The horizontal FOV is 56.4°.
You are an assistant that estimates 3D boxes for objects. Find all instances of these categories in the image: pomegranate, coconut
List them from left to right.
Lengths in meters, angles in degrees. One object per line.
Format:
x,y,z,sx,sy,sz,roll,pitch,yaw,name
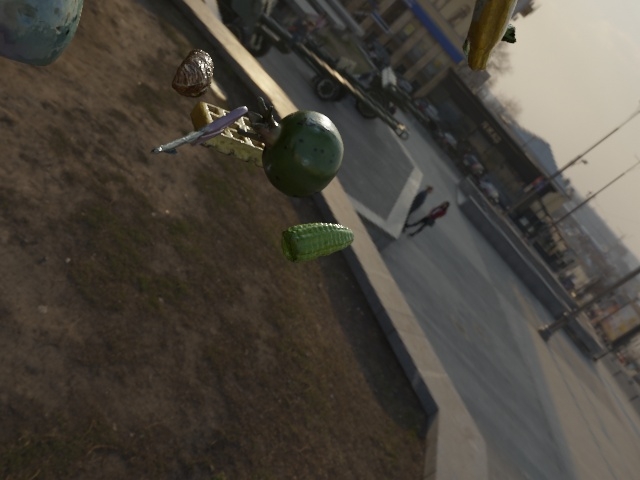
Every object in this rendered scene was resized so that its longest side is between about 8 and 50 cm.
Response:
-0.061,-0.194,1.222,0.224,0.181,0.181,33,26,-26,pomegranate
0.399,-0.478,1.407,0.158,0.133,0.055,167,-96,-74,coconut

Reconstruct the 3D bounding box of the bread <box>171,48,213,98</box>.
-0.297,-0.391,1.420,0.076,0.105,0.233,20,28,-8,bread

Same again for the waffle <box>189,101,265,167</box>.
-0.212,-0.274,1.568,0.247,0.055,0.221,17,26,-26,waffle

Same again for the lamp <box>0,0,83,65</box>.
-0.270,-0.331,0.607,0.247,0.301,0.247,31,12,1,lamp

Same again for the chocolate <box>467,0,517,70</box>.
0.319,-0.414,1.108,0.219,0.085,0.086,92,-20,-50,chocolate

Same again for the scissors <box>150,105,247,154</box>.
-0.179,-0.148,0.855,0.021,0.110,0.212,57,27,-10,scissors

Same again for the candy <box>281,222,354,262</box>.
0.000,0.000,1.539,0.209,0.097,0.097,-9,56,-33,candy
